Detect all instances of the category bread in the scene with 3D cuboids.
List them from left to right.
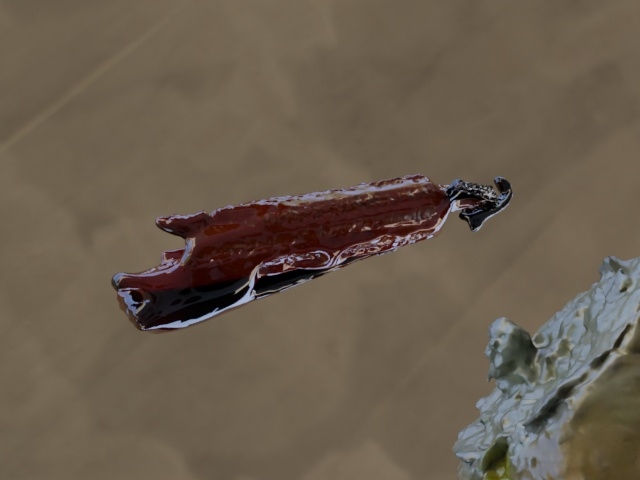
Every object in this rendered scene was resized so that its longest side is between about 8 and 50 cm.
[{"bbox_3d":[0.174,0.134,0.996,0.246,0.195,0.176,43,-117,-2],"label":"bread"}]

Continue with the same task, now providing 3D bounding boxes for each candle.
[{"bbox_3d":[0.000,0.000,1.331,0.302,0.059,0.084,-13,-48,-20],"label":"candle"}]
